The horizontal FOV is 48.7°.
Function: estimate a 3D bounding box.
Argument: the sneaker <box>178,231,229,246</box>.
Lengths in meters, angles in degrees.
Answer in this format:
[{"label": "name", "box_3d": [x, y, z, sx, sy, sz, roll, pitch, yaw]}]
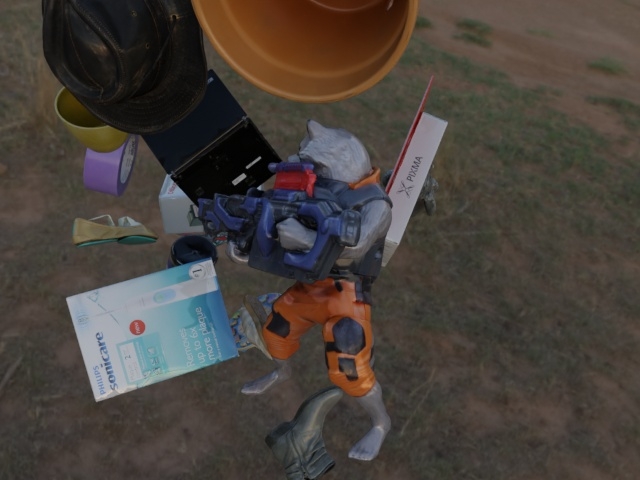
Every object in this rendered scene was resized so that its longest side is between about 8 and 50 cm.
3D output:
[{"label": "sneaker", "box_3d": [-0.378, -0.016, 2.370, 0.262, 0.125, 0.104, -1, 29, -46]}]

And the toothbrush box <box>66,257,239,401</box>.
[{"label": "toothbrush box", "box_3d": [-0.343, 0.176, 1.457, 0.296, 0.216, 0.126, -15, 0, -14]}]

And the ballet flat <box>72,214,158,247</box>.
[{"label": "ballet flat", "box_3d": [-0.480, -0.026, 1.675, 0.080, 0.073, 0.232, -15, -7, 35]}]

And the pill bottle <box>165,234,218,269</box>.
[{"label": "pill bottle", "box_3d": [-0.351, 0.095, 1.870, 0.123, 0.219, 0.122, 12, 47, -13]}]

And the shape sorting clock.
[{"label": "shape sorting clock", "box_3d": [-0.177, 0.215, 1.911, 0.206, 0.040, 0.206, -29, 30, 18]}]

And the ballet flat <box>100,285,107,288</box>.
[{"label": "ballet flat", "box_3d": [-0.563, 0.204, 1.855, 0.057, 0.168, 0.052, -7, 0, -19]}]

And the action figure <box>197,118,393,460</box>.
[{"label": "action figure", "box_3d": [-0.012, 0.029, 0.801, 0.179, 0.330, 0.341, -2, 14, -30]}]

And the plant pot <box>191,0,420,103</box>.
[{"label": "plant pot", "box_3d": [0.001, -0.353, 0.919, 0.291, 0.290, 0.203, 17, 42, 7]}]

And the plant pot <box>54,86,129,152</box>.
[{"label": "plant pot", "box_3d": [-0.382, -0.208, 1.230, 0.134, 0.095, 0.134, 2, 53, -3]}]

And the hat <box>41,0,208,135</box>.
[{"label": "hat", "box_3d": [-0.324, -0.300, 1.027, 0.332, 0.331, 0.134, 23, 31, 17]}]

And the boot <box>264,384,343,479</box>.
[{"label": "boot", "box_3d": [-0.006, 0.474, 1.687, 0.161, 0.246, 0.083, 52, 12, 30]}]

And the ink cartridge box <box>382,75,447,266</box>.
[{"label": "ink cartridge box", "box_3d": [0.171, -0.125, 1.374, 0.066, 0.261, 0.296, 23, 69, 3]}]

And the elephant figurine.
[{"label": "elephant figurine", "box_3d": [0.248, -0.141, 1.910, 0.169, 0.186, 0.239, -28, 6, -1]}]

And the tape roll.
[{"label": "tape roll", "box_3d": [-0.501, -0.205, 1.702, 0.080, 0.188, 0.189, 14, 31, -7]}]

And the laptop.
[{"label": "laptop", "box_3d": [-0.262, -0.225, 1.708, 0.234, 0.264, 0.136, -37, 38, 2]}]

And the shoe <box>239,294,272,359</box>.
[{"label": "shoe", "box_3d": [-0.149, 0.223, 1.739, 0.077, 0.058, 0.219, 27, 20, -39]}]

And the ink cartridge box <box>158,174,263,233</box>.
[{"label": "ink cartridge box", "box_3d": [-0.311, -0.121, 2.080, 0.289, 0.121, 0.211, -4, 26, -1]}]
